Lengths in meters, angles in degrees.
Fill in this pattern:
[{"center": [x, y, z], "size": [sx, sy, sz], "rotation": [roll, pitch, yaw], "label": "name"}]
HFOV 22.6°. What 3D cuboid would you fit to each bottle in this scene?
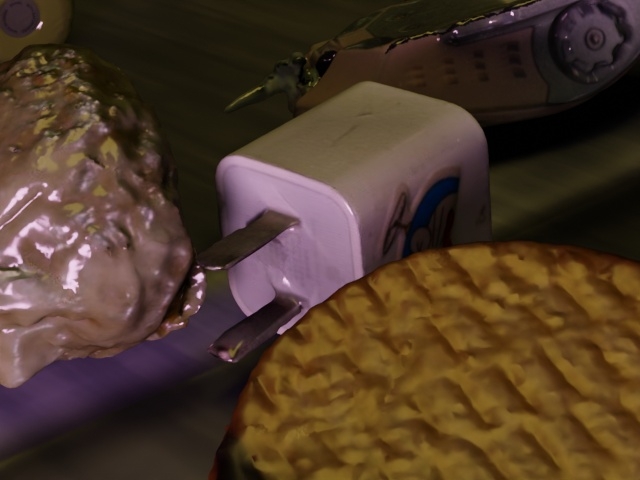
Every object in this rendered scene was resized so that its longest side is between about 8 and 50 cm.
[{"center": [-0.320, -0.252, 1.528], "size": [0.112, 0.112, 0.260], "rotation": [-17, 31, -19], "label": "bottle"}]

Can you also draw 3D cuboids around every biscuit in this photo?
[{"center": [0.102, 0.122, 0.810], "size": [0.318, 0.040, 0.318], "rotation": [-3, 47, 3], "label": "biscuit"}]

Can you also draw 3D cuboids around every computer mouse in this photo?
[{"center": [0.118, -0.138, 1.260], "size": [0.389, 0.114, 0.199], "rotation": [-20, 14, -1], "label": "computer mouse"}]

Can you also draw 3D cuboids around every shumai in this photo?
[{"center": [-0.216, -0.008, 1.009], "size": [0.218, 0.189, 0.256], "rotation": [-27, 25, -32], "label": "shumai"}]

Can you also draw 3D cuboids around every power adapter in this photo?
[{"center": [0.000, 0.000, 1.018], "size": [0.125, 0.130, 0.205], "rotation": [20, 40, 37], "label": "power adapter"}]
